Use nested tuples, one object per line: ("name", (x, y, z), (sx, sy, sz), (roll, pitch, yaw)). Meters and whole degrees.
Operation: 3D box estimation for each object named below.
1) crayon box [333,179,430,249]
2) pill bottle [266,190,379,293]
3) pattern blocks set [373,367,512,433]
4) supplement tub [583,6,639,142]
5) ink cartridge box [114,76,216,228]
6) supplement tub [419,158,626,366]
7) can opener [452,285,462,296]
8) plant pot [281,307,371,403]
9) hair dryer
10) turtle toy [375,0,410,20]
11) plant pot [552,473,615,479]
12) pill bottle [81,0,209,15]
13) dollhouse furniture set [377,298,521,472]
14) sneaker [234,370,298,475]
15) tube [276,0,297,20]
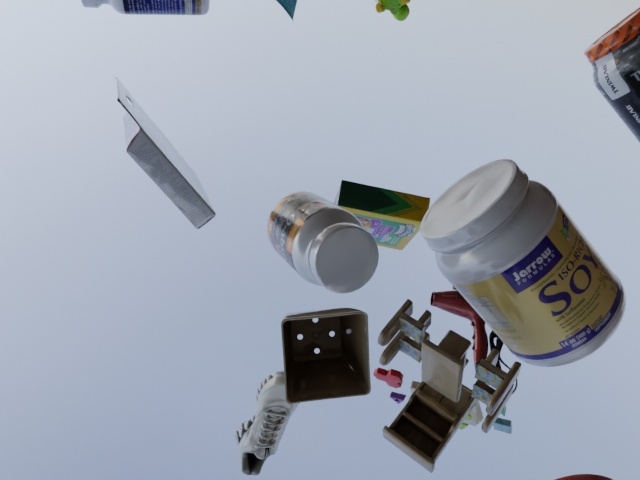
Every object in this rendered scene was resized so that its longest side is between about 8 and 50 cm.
("crayon box", (0.200, -0.084, 2.057), (0.313, 0.363, 0.106), (11, -106, -3))
("pill bottle", (0.000, 0.000, 1.149), (0.162, 0.162, 0.278), (1, -165, -22))
("pattern blocks set", (0.319, 0.419, 1.435), (0.324, 0.285, 0.026), (-1, -131, 35))
("supplement tub", (0.740, -0.328, 1.198), (0.338, 0.207, 0.207), (50, -136, -2))
("ink cartridge box", (-0.395, -0.214, 1.330), (0.071, 0.330, 0.324), (-38, -150, -1))
("supplement tub", (0.364, 0.041, 1.020), (0.331, 0.241, 0.241), (46, -142, -15))
("can opener", (0.366, 0.110, 1.282), (0.073, 0.186, 0.059), (-42, -89, -20))
("plant pot", (0.000, 0.139, 0.738), (0.109, 0.109, 0.096), (-4, -172, -9))
("hair dryer", (0.392, 0.211, 1.354), (0.293, 0.080, 0.223), (40, -127, 24))
("turtle toy", (0.185, -0.614, 1.406), (0.095, 0.130, 0.066), (-5, -143, 33))
("plant pot", (0.665, 0.759, 1.368), (0.274, 0.275, 0.243), (14, -149, -9))
("pill bottle", (-0.379, -0.567, 1.203), (0.264, 0.153, 0.153), (-6, -133, -14))
("dollhouse furniture set", (0.193, 0.264, 0.958), (0.212, 0.242, 0.161), (30, -119, 29))
("sneaker", (-0.115, 0.419, 1.273), (0.110, 0.292, 0.118), (18, -151, -12))
("tube", (-0.059, -0.571, 1.165), (0.052, 0.080, 0.207), (2, -107, 34))
